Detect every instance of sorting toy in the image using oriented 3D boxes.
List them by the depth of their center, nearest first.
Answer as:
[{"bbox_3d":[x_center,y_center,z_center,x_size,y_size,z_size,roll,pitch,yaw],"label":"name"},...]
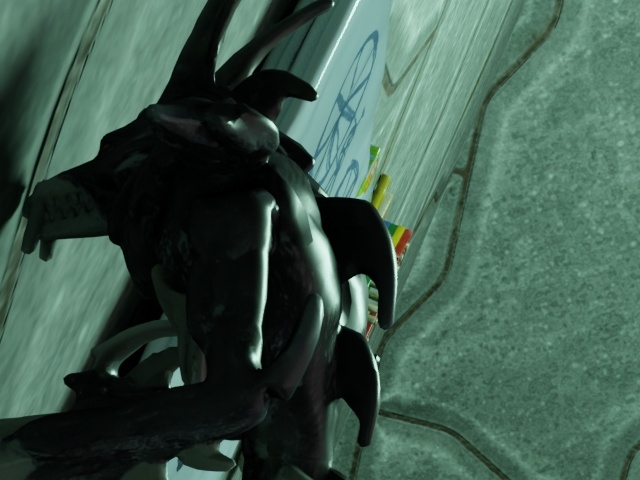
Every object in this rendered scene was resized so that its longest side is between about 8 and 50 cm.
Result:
[{"bbox_3d":[0.049,0.036,1.655,0.274,0.046,0.132,103,12,-62],"label":"sorting toy"}]

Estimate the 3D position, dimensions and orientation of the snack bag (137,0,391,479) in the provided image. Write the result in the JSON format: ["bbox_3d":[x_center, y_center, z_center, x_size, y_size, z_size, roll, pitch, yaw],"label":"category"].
[{"bbox_3d":[-0.046,0.037,0.822,0.323,0.037,0.342,96,18,-71],"label":"snack bag"}]

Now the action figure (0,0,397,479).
[{"bbox_3d":[-0.048,0.062,0.433,0.164,0.141,0.275,58,30,-74],"label":"action figure"}]

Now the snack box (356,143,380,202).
[{"bbox_3d":[0.000,0.000,1.084,0.141,0.037,0.100,96,17,-73],"label":"snack box"}]

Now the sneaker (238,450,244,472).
[{"bbox_3d":[-0.013,0.130,1.385,0.084,0.058,0.152,-48,166,-55],"label":"sneaker"}]
